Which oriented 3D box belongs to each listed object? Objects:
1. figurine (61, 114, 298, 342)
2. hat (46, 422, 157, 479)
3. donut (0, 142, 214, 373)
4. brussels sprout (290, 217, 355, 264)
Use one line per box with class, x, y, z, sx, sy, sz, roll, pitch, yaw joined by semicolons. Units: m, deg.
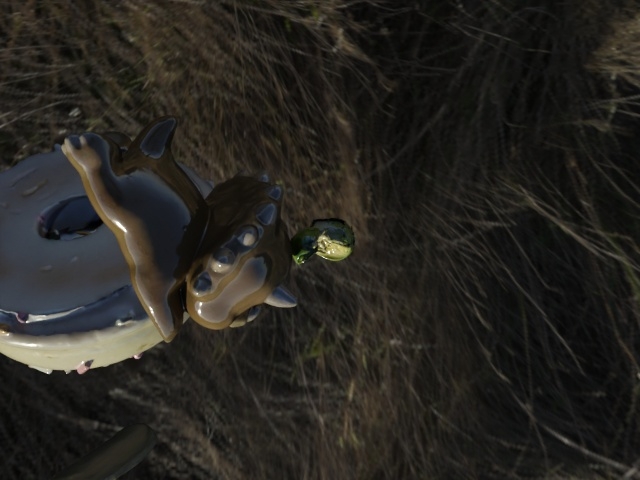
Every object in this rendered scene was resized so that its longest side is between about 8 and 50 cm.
figurine;-0.119;-0.023;1.044;0.173;0.177;0.247;-24;97;1
hat;-0.174;0.135;0.473;0.144;0.173;0.166;25;120;-7
donut;-0.313;0.018;1.387;0.382;0.383;0.142;-7;133;-3
brussels sprout;-0.001;0.000;1.119;0.083;0.051;0.046;-5;118;-46
